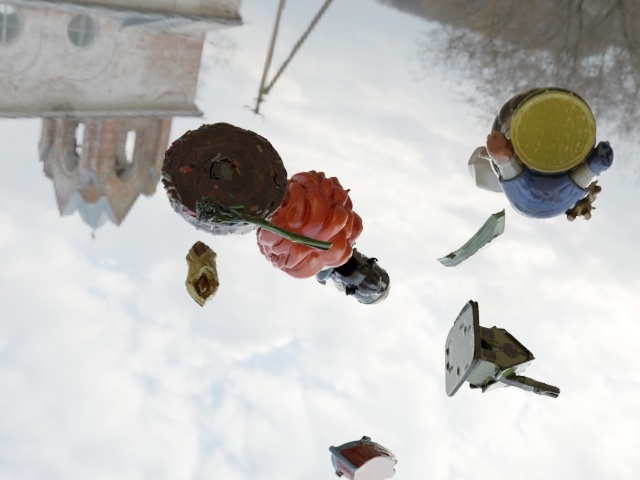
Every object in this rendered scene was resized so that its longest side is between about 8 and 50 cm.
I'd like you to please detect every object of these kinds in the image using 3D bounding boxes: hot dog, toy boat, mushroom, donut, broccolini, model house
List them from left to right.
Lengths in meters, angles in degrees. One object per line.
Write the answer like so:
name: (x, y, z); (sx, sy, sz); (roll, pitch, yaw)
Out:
hot dog: (-0.267, 0.065, 1.647); (0.078, 0.061, 0.169); (3, -122, -24)
donut: (-0.176, -0.106, 1.320); (0.235, 0.089, 0.235); (8, -124, -12)
broccolini: (-0.086, -0.025, 1.120); (0.218, 0.044, 0.042); (15, 178, -16)
toy boat: (0.064, 0.336, 1.122); (0.059, 0.069, 0.173); (40, -175, 34)
toy boat: (0.401, 0.007, 1.898); (0.093, 0.293, 0.055); (-25, -103, -28)
model house: (0.480, 0.311, 1.890); (0.278, 0.205, 0.218); (16, -136, -8)
mushroom: (0.399, -0.135, 1.500); (0.212, 0.097, 0.088); (25, 167, 29)

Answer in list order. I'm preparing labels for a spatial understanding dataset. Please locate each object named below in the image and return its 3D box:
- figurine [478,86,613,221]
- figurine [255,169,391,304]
figurine: (0.294, -0.129, 0.952); (0.161, 0.158, 0.275); (11, -160, 8)
figurine: (0.007, 0.009, 1.621); (0.412, 0.241, 0.306); (50, -176, -45)
